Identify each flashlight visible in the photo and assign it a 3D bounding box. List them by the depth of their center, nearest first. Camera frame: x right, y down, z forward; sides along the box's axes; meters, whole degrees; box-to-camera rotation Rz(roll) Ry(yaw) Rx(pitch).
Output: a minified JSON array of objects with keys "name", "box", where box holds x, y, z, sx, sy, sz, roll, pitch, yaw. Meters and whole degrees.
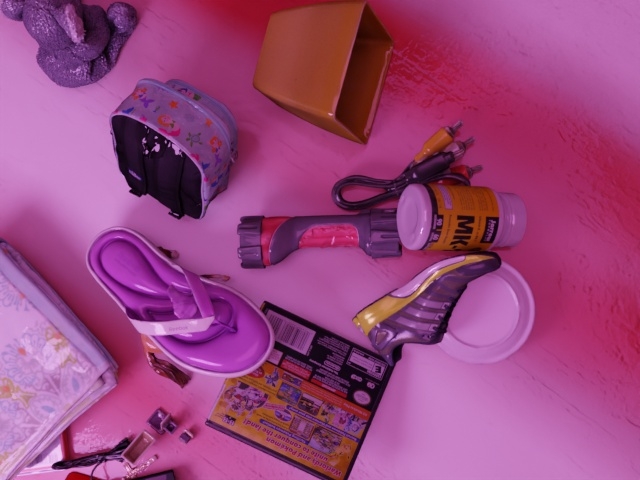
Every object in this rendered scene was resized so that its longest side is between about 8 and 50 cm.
[{"name":"flashlight","box":[0.000,0.000,1.561,0.304,0.103,0.103,0,112,5]}]

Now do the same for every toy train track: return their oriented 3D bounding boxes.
[{"name":"toy train track","box":[-0.351,0.442,1.611,0.083,0.014,0.048,-36,83,2]}]

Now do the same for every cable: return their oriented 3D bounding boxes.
[{"name":"cable","box":[0.169,-0.109,1.585,0.287,0.072,0.139,-23,101,16]}]

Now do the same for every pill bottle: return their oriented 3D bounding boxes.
[{"name":"pill bottle","box":[0.253,-0.040,1.495,0.208,0.119,0.119,1,86,-19]}]

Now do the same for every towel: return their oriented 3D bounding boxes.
[{"name":"towel","box":[-0.607,0.229,1.592,0.320,0.090,0.374,-44,82,1]}]

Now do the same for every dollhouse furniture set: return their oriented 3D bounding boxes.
[{"name":"dollhouse furniture set","box":[-0.306,0.374,1.556,0.091,0.081,0.114,37,64,7]}]

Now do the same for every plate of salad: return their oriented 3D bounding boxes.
[{"name":"plate of salad","box":[0.293,0.128,1.542,0.199,0.048,0.200,0,88,10]}]

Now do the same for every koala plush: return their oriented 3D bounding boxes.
[{"name":"koala plush","box":[-0.488,-0.405,1.579,0.196,0.221,0.203,21,89,7]}]

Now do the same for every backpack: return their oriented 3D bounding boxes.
[{"name":"backpack","box":[-0.265,-0.180,1.527,0.225,0.253,0.191,31,70,9]}]

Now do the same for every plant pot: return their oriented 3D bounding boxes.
[{"name":"plant pot","box":[-0.001,-0.317,1.537,0.187,0.212,0.212,15,88,20]}]

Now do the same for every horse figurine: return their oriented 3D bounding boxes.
[{"name":"horse figurine","box":[-0.277,0.147,1.598,0.174,0.066,0.263,12,85,1]}]

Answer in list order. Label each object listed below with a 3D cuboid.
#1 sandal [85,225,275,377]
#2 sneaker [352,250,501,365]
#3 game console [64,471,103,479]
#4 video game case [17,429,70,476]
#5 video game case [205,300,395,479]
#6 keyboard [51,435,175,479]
[{"name":"sandal","box":[-0.275,0.112,1.511,0.416,0.102,0.169,29,82,18]},{"name":"sneaker","box":[0.204,0.117,1.494,0.300,0.111,0.121,-36,76,28]},{"name":"game console","box":[-0.440,0.536,1.615,0.144,0.085,0.124,14,119,8]},{"name":"video game case","box":[-0.606,0.319,1.642,0.204,0.025,0.285,-9,86,6]},{"name":"video game case","box":[-0.034,0.278,1.524,0.275,0.035,0.248,26,72,-1]},{"name":"keyboard","box":[-0.427,0.487,1.569,0.317,0.033,0.202,-14,69,-4]}]
